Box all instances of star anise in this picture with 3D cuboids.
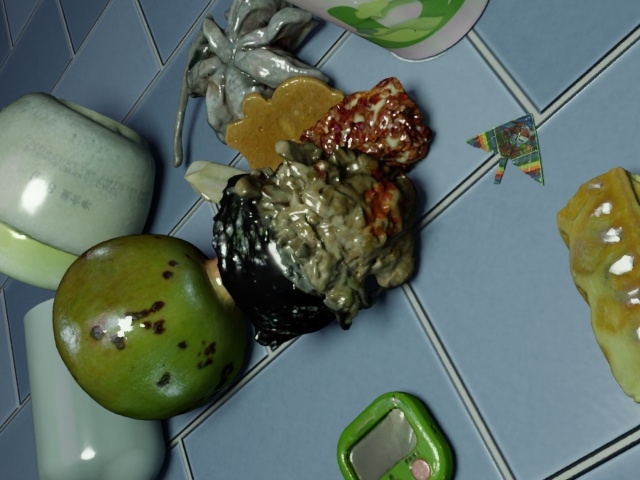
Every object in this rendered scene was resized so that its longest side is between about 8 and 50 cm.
[{"bbox_3d":[-0.128,-0.257,1.052,0.315,0.139,0.360,26,107,43],"label":"star anise"}]

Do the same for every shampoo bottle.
[{"bbox_3d":[-0.465,-0.090,1.199,0.322,0.322,0.317,34,97,42],"label":"shampoo bottle"}]

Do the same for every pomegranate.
[{"bbox_3d":[-0.205,0.120,0.971,0.323,0.291,0.291,-9,71,5],"label":"pomegranate"}]

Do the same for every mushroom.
[{"bbox_3d":[-0.111,-0.075,0.989,0.209,0.071,0.084,18,83,16],"label":"mushroom"}]

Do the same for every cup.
[{"bbox_3d":[-0.372,0.260,1.114,0.205,0.205,0.312,-32,62,34],"label":"cup"},{"bbox_3d":[0.061,-0.359,0.807,0.253,0.274,0.253,-13,70,39],"label":"cup"}]

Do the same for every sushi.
[{"bbox_3d":[0.004,-0.001,0.808,0.218,0.238,0.225,-18,86,33],"label":"sushi"}]

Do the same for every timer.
[{"bbox_3d":[0.087,0.256,0.792,0.140,0.047,0.128,-49,53,23],"label":"timer"}]

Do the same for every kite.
[{"bbox_3d":[0.221,-0.108,0.781,0.122,0.004,0.090,34,104,42],"label":"kite"}]

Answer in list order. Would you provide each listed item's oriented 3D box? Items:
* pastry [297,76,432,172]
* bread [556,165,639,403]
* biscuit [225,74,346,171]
[{"bbox_3d":[0.047,-0.130,0.890,0.208,0.097,0.115,-18,58,40],"label":"pastry"},{"bbox_3d":[0.304,0.041,0.619,0.128,0.088,0.232,-28,57,27],"label":"bread"},{"bbox_3d":[-0.052,-0.171,0.975,0.184,0.133,0.027,-44,20,28],"label":"biscuit"}]
